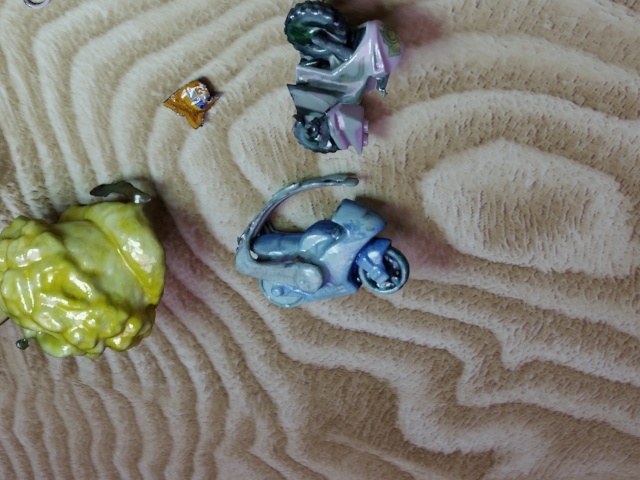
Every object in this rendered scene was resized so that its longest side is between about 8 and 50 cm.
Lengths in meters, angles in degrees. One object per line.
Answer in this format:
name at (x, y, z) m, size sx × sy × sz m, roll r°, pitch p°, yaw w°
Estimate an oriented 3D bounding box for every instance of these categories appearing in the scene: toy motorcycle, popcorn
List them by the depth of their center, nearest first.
toy motorcycle at (0.042, -0.252, 1.571) m, size 0.188 × 0.143 × 0.327 m, roll 4°, pitch 144°, yaw 6°
toy motorcycle at (-0.006, 0.012, 1.825) m, size 0.319 × 0.182 × 0.241 m, roll -11°, pitch 133°, yaw 23°
popcorn at (-0.451, 0.048, 1.871) m, size 0.349 × 0.349 × 0.382 m, roll 29°, pitch 103°, yaw -19°

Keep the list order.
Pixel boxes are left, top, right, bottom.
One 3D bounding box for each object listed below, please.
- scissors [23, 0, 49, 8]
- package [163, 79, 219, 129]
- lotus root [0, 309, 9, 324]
scissors at (-0.433, -0.433, 1.553) m, size 0.176 × 0.022 × 0.085 m, roll -18°, pitch 127°, yaw 31°
package at (-0.225, -0.241, 1.709) m, size 0.077 × 0.033 × 0.110 m, roll 26°, pitch 140°, yaw -30°
lotus root at (-0.786, 0.136, 2.112) m, size 0.291 × 0.193 × 0.193 m, roll -22°, pitch 128°, yaw 29°
